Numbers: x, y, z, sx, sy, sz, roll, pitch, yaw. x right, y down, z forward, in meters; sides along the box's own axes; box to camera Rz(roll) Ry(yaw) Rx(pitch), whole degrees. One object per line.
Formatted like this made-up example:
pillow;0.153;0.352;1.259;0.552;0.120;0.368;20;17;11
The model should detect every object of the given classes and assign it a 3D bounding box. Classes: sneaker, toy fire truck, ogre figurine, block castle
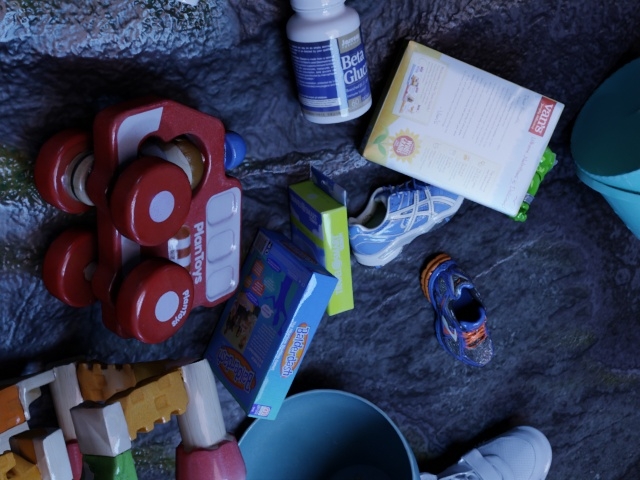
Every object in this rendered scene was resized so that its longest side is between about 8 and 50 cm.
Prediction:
sneaker;0.126;-0.050;1.430;0.211;0.080;0.081;-41;130;-9
sneaker;0.224;0.125;1.566;0.083;0.087;0.221;-37;126;-10
toy fire truck;-0.192;-0.033;1.219;0.254;0.169;0.302;-26;127;-47
ogre figurine;0.275;-0.136;1.463;0.118;0.097;0.197;-38;85;-14
sneaker;0.238;0.423;1.635;0.366;0.137;0.210;-35;159;-8
block castle;-0.327;0.289;1.085;0.453;0.303;0.212;-23;104;-54

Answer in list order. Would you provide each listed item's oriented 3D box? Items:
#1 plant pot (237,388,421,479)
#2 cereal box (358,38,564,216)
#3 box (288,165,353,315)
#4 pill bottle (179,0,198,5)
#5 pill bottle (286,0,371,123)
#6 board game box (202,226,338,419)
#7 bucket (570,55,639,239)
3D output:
plant pot;0.027;0.386;1.477;0.290;0.290;0.195;-48;149;-3
cereal box;0.194;-0.154;1.382;0.240;0.047;0.173;21;99;-11
box;0.000;0.000;1.359;0.042;0.109;0.178;-16;119;-22
pill bottle;-0.148;-0.333;1.142;0.065;0.065;0.116;10;106;-34
pill bottle;0.008;-0.242;1.259;0.094;0.094;0.169;-23;122;-20
board game box;-0.072;0.108;1.336;0.047;0.160;0.210;17;103;-36
bucket;0.529;-0.142;1.514;0.183;0.281;0.281;37;91;-28
